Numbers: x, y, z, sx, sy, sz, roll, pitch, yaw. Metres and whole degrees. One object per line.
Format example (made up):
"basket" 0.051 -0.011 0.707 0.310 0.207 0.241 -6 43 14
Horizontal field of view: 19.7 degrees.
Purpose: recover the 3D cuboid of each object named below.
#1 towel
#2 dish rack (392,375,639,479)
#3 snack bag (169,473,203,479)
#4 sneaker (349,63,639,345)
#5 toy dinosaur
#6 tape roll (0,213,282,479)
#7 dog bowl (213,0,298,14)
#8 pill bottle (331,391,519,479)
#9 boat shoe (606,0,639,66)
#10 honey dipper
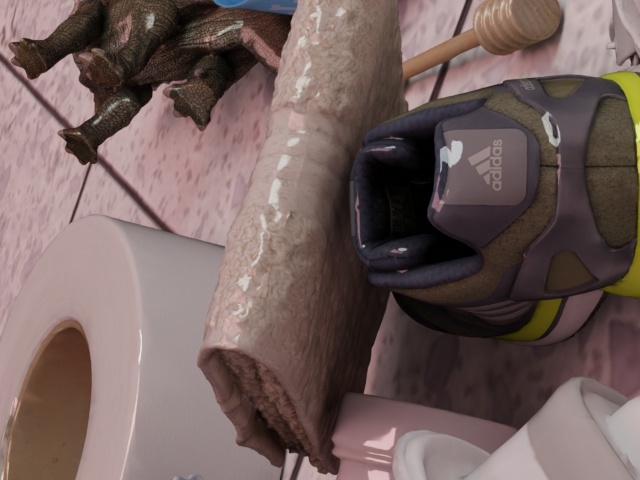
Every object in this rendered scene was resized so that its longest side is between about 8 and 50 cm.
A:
"towel" 0.000 0.000 0.846 0.282 0.049 0.187 75 -152 -71
"dish rack" 0.169 0.163 0.367 0.072 0.285 0.333 -46 34 13
"snack bag" -0.109 0.324 0.959 0.342 0.037 0.323 -37 65 47
"sneaker" 0.065 -0.016 0.762 0.300 0.121 0.111 139 130 -74
"toy dinosaur" -0.091 -0.135 1.181 0.313 0.121 0.160 -12 32 47
"tape roll" -0.129 0.130 1.147 0.286 0.100 0.286 -39 44 51
"dog bowl" 0.037 -0.228 1.019 0.297 0.074 0.166 -34 46 48
"pill bottle" 0.031 0.162 0.805 0.108 0.108 0.180 0 77 63
"boat shoe" 0.149 -0.089 0.765 0.063 0.066 0.184 -59 40 27
"honey dipper" 0.068 -0.101 0.958 0.160 0.030 0.031 -16 63 62
